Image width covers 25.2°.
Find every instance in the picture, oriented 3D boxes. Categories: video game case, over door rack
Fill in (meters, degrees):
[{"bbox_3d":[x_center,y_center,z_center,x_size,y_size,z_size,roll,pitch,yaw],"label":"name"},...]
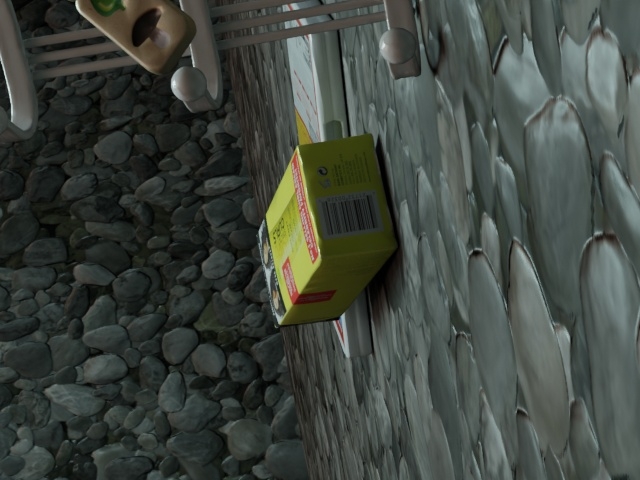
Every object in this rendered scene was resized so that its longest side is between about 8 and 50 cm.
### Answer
[{"bbox_3d":[0.003,-0.068,1.240,0.204,0.025,0.285,-112,14,-67],"label":"video game case"},{"bbox_3d":[-0.090,-0.224,0.713,0.108,0.239,0.324,-39,-60,-79],"label":"over door rack"}]

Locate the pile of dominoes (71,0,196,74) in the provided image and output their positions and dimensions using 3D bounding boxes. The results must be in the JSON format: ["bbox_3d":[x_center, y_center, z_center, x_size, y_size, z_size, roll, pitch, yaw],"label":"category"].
[{"bbox_3d":[-0.093,-0.212,0.621,0.251,0.196,0.040,41,-168,21],"label":"pile of dominoes"}]

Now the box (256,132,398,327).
[{"bbox_3d":[0.000,0.000,1.063,0.232,0.058,0.087,126,134,-73],"label":"box"}]
